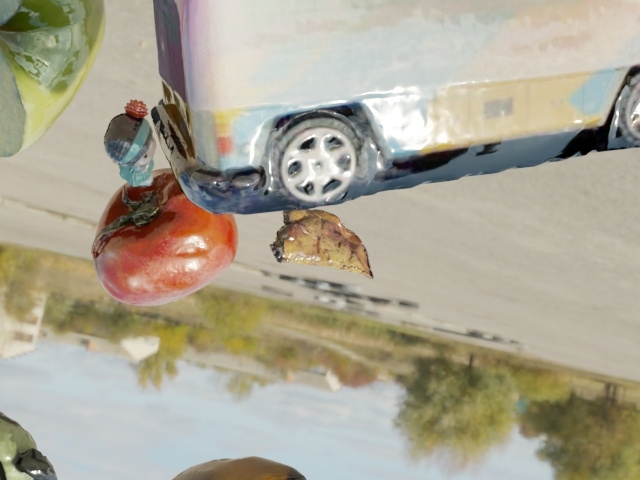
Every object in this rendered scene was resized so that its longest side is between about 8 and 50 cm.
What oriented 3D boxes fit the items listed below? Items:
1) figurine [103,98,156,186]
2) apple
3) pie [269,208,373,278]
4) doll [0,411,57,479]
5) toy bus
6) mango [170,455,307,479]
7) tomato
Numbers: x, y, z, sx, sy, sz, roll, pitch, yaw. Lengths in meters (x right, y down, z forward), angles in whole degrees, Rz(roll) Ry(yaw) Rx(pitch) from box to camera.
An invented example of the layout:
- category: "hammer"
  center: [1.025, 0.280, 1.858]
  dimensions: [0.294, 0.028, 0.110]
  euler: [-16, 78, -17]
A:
- category: "figurine"
  center: [-0.180, -0.091, 0.926]
  dimensions: [0.047, 0.060, 0.106]
  euler: [20, 160, 4]
- category: "apple"
  center: [-0.431, -0.307, 1.119]
  dimensions: [0.360, 0.320, 0.312]
  euler: [34, 178, 24]
- category: "pie"
  center: [0.000, 0.000, 1.213]
  dimensions: [0.170, 0.092, 0.034]
  euler: [8, 153, -42]
- category: "doll"
  center: [-0.241, 0.157, 0.527]
  dimensions: [0.135, 0.143, 0.234]
  euler: [44, -173, -10]
- category: "toy bus"
  center: [0.086, -0.144, 0.602]
  dimensions: [0.386, 0.162, 0.171]
  euler: [-10, -149, -14]
- category: "mango"
  center: [-0.135, 0.386, 1.264]
  dimensions: [0.287, 0.152, 0.201]
  euler: [-35, 100, 35]
- category: "tomato"
  center: [-0.190, 0.004, 1.178]
  dimensions: [0.187, 0.187, 0.151]
  euler: [8, 142, 35]
